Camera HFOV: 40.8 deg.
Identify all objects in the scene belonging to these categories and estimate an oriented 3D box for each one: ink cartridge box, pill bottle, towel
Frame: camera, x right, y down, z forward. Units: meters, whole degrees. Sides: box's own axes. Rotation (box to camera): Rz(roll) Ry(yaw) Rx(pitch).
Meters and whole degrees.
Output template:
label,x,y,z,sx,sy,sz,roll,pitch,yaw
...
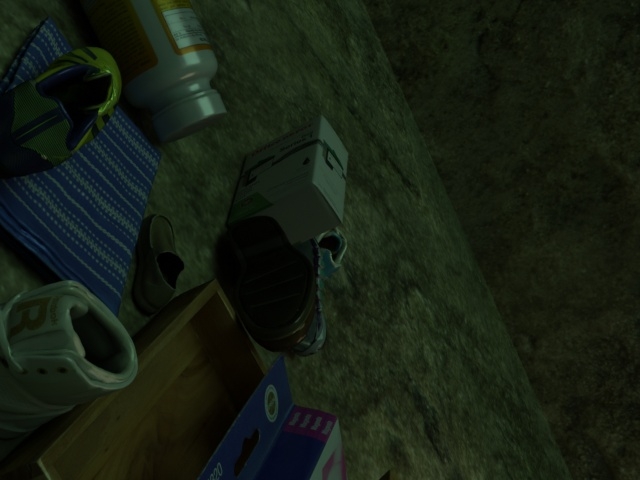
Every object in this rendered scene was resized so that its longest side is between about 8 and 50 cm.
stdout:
label,x,y,z,sx,sy,sz,roll,pitch,yaw
ink cartridge box,-0.047,-0.087,1.377,0.093,0.160,0.219,54,22,-28
pill bottle,-0.224,-0.264,1.172,0.246,0.136,0.136,65,21,-2
towel,-0.279,-0.087,0.983,0.243,0.040,0.336,53,24,-33
ink cartridge box,-0.032,0.339,0.945,0.324,0.071,0.330,-53,137,-66

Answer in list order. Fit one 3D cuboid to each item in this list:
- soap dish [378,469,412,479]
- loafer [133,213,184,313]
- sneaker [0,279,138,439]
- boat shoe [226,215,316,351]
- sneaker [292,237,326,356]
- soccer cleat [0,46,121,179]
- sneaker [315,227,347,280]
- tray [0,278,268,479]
label,x,y,z,sx,sy,sz,roll,pitch,yaw
soap dish,0.143,0.514,1.239,0.291,0.118,0.229,55,23,-26
loafer,-0.193,0.023,1.054,0.056,0.050,0.148,45,29,-44
sneaker,-0.272,0.060,0.656,0.292,0.169,0.108,37,36,-50
boat shoe,-0.058,0.072,1.169,0.307,0.110,0.105,-108,-177,-63
sneaker,-0.046,0.063,1.329,0.098,0.083,0.224,29,43,-49
soccer cleat,-0.250,-0.147,0.898,0.093,0.121,0.289,60,18,-19
sneaker,0.000,0.000,1.492,0.087,0.092,0.229,53,23,-27
tray,-0.160,0.211,0.899,0.203,0.076,0.411,62,22,-10
